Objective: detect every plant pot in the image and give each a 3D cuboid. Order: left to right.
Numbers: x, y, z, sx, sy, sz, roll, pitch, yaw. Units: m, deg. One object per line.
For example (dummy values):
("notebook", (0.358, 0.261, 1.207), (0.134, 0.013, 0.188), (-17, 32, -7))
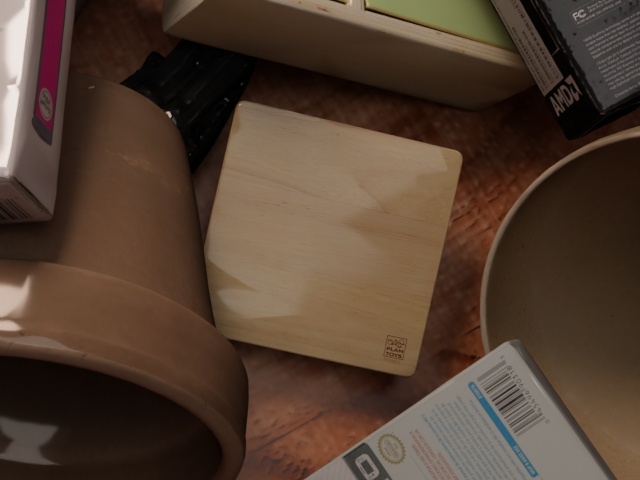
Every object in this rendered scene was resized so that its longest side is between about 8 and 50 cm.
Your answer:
("plant pot", (-0.170, 0.028, 0.867), (0.263, 0.263, 0.229), (8, 56, -8))
("plant pot", (0.275, 0.037, 0.940), (0.284, 0.284, 0.191), (49, 36, 5))

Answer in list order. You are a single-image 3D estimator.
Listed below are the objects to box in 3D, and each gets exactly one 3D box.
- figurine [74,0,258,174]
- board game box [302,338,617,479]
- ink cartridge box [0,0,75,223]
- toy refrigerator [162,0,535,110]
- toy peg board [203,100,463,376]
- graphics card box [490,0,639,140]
("figurine", (-0.121, -0.182, 1.009), (0.215, 0.092, 0.209), (37, 63, 2))
("board game box", (0.057, 0.235, 0.849), (0.303, 0.097, 0.224), (-35, 83, 6))
("ink cartridge box", (-0.228, -0.182, 0.797), (0.176, 0.069, 0.370), (-4, 69, 12))
("toy refrigerator", (0.032, -0.175, 0.973), (0.270, 0.094, 0.102), (10, 71, -30))
("toy peg board", (0.000, 0.000, 0.987), (0.161, 0.079, 0.160), (13, 88, -6))
("graphics card box", (0.182, -0.281, 0.918), (0.233, 0.094, 0.370), (-28, 84, -8))
